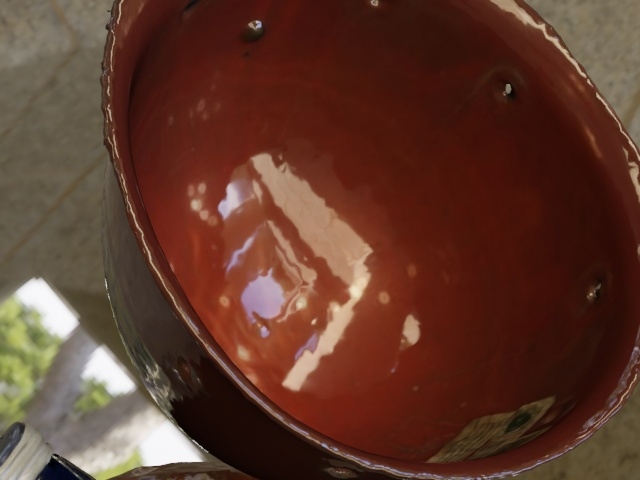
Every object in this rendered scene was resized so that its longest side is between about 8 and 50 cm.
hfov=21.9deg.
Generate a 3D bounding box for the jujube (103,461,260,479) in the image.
[{"bbox_3d":[-0.126,0.315,1.183,0.276,0.377,0.276,50,-17,21],"label":"jujube"}]

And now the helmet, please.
[{"bbox_3d":[0.000,0.000,1.001,0.385,0.337,0.230,65,-33,19],"label":"helmet"}]

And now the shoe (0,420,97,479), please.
[{"bbox_3d":[-0.163,0.191,0.910,0.106,0.091,0.207,30,-46,-1],"label":"shoe"}]
